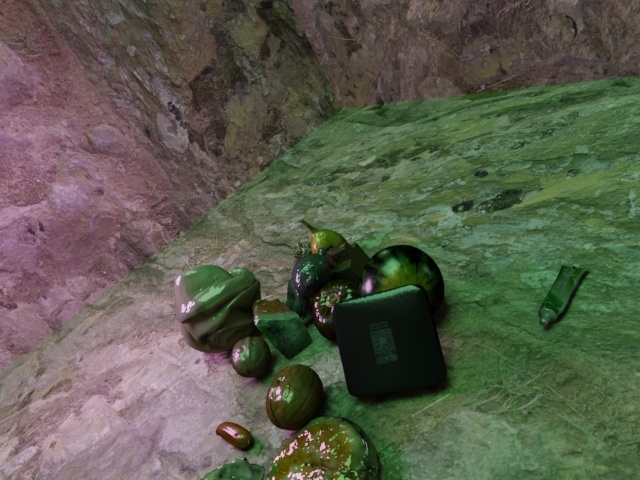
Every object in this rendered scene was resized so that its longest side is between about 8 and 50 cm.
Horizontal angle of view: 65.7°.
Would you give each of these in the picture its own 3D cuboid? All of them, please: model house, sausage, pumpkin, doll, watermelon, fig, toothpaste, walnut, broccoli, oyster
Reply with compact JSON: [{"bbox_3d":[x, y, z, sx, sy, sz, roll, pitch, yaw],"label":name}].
[{"bbox_3d":[0.044,0.117,1.940,0.248,0.176,0.180,-28,25,28],"label":"model house"},{"bbox_3d":[-0.269,0.597,1.537,0.062,0.054,0.183,-15,11,-38],"label":"sausage"},{"bbox_3d":[0.072,0.241,1.708,0.219,0.162,0.218,-20,53,30],"label":"pumpkin"},{"bbox_3d":[-0.044,0.175,1.867,0.158,0.340,0.245,17,47,-3],"label":"doll"},{"bbox_3d":[-0.162,0.286,1.810,0.140,0.192,0.257,-36,26,-9],"label":"watermelon"},{"bbox_3d":[0.000,0.000,2.076,0.159,0.257,0.159,-39,20,18],"label":"fig"},{"bbox_3d":[0.250,0.141,1.559,0.269,0.269,0.269,-24,28,13],"label":"watermelon"},{"bbox_3d":[0.667,0.148,1.379,0.078,0.046,0.248,8,43,45],"label":"toothpaste"},{"bbox_3d":[-0.244,0.410,1.744,0.140,0.140,0.162,-25,38,11],"label":"walnut"},{"bbox_3d":[-0.085,0.047,2.253,0.095,0.092,0.097,-19,-4,-3],"label":"broccoli"},{"bbox_3d":[-0.266,0.703,1.300,0.271,0.100,0.275,2,47,44],"label":"oyster"},{"bbox_3d":[-0.077,0.462,1.462,0.167,0.167,0.207,-15,29,28],"label":"walnut"}]

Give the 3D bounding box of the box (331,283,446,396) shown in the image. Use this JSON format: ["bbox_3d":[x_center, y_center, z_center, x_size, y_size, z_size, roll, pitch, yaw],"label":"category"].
[{"bbox_3d":[0.188,0.285,1.405,0.290,0.288,0.073,-18,-14,22],"label":"box"}]

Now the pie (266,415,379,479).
[{"bbox_3d":[-0.001,0.598,1.246,0.339,0.077,0.339,-23,32,15],"label":"pie"}]

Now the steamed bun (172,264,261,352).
[{"bbox_3d":[-0.389,0.286,1.918,0.343,0.367,0.255,-7,46,-23],"label":"steamed bun"}]
